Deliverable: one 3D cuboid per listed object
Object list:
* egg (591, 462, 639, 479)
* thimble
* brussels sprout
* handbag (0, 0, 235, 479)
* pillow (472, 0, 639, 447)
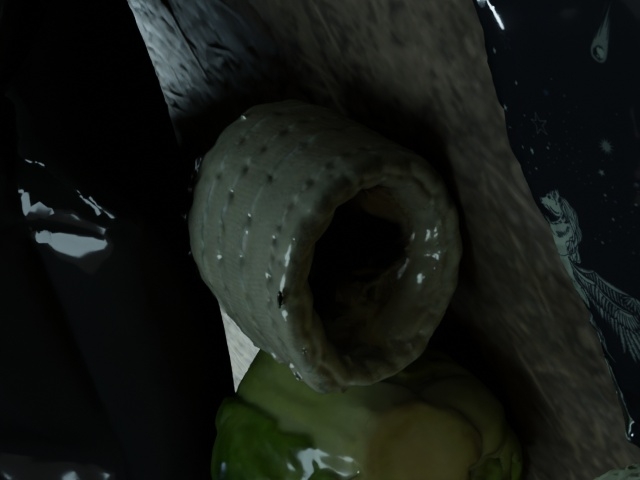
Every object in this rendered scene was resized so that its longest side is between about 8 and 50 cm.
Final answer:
[{"bbox_3d":[0.150,0.226,0.455,0.337,0.337,0.201,53,-160,10],"label":"egg"},{"bbox_3d":[0.000,0.000,0.639,0.090,0.102,0.115,32,118,47],"label":"thimble"},{"bbox_3d":[0.016,0.108,0.721,0.145,0.131,0.183,43,159,20],"label":"brussels sprout"},{"bbox_3d":[-0.133,-0.007,0.809,0.342,0.152,0.288,84,-179,-48],"label":"handbag"},{"bbox_3d":[0.116,-0.008,0.440,0.141,0.055,0.208,4,125,55],"label":"pillow"}]
